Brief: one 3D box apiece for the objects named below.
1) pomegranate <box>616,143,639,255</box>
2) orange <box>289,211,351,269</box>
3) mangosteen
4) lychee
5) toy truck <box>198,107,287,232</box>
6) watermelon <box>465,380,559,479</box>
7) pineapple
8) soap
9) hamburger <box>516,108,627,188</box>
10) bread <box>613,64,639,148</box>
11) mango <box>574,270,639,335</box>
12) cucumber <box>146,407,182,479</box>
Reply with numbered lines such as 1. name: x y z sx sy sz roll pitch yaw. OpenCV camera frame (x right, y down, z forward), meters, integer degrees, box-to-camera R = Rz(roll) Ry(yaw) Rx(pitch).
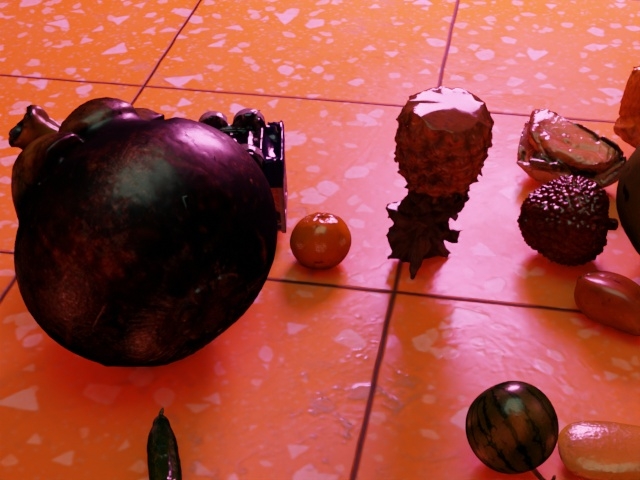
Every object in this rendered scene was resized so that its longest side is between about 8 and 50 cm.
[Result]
1. pomegranate: 0.506 -0.048 1.447 0.254 0.254 0.271 -18 65 -23
2. orange: 0.000 0.000 1.524 0.083 0.070 0.083 -1 31 1
3. mangosteen: -0.211 -0.010 1.347 0.329 0.330 0.330 -1 35 0
4. lychee: 0.325 -0.024 1.515 0.129 0.123 0.123 -18 27 28
5. toy truck: -0.179 -0.082 1.577 0.267 0.155 0.124 -3 35 2
6. watermelon: 0.204 0.202 1.215 0.108 0.109 0.109 -1 35 0
7. pineapple: 0.146 -0.070 1.469 0.128 0.248 0.128 4 39 -3
8. soap: 0.339 0.228 1.225 0.168 0.033 0.089 3 38 4
9. hamburger: 0.346 -0.114 1.674 0.176 0.087 0.102 34 60 29
10. bread: 0.557 -0.185 1.680 0.268 0.146 0.268 3 15 -1
11. mango: 0.366 0.077 1.415 0.080 0.061 0.114 -9 31 -39
12. cucumber: -0.165 0.240 1.218 0.037 0.037 0.155 -6 37 -7
